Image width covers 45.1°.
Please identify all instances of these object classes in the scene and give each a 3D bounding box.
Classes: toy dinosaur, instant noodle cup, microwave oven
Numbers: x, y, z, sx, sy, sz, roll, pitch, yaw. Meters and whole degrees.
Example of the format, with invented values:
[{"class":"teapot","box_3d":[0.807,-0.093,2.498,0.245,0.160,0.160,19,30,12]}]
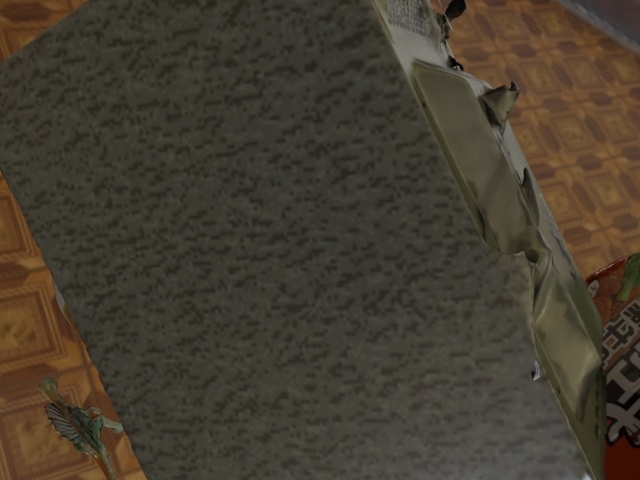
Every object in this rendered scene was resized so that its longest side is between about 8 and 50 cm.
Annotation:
[{"class":"toy dinosaur","box_3d":[-0.271,0.218,0.871,0.106,0.044,0.187,46,5,-30]},{"class":"instant noodle cup","box_3d":[0.343,0.158,0.726,0.192,0.250,0.250,37,49,-29]},{"class":"microwave oven","box_3d":[0.000,0.000,0.614,0.432,0.374,0.236,64,21,0]}]

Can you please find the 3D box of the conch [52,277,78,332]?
[{"class":"conch","box_3d":[-0.305,0.076,1.270,0.368,0.249,0.197,51,21,-22]}]
